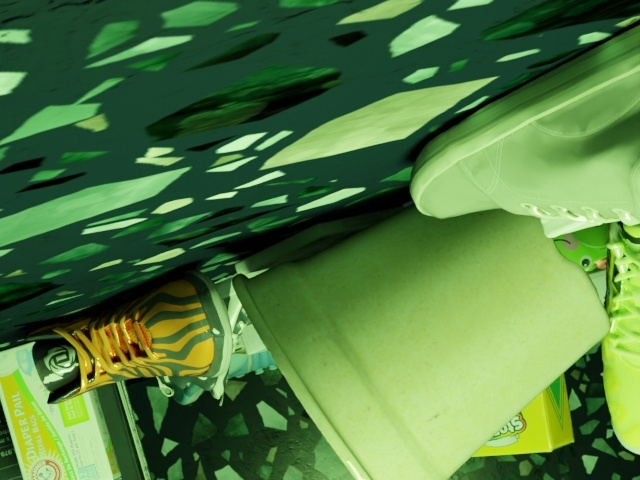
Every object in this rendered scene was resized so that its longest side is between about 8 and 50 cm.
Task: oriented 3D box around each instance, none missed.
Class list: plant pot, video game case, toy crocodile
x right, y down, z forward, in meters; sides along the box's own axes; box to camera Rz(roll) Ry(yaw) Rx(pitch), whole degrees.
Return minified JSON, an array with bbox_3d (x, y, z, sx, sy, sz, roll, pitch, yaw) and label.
[{"bbox_3d":[0.125,0.092,1.443,0.305,0.334,0.334,-34,174,1],"label":"plant pot"},{"bbox_3d":[0.000,0.000,1.568,0.143,0.019,0.157,-13,171,-44],"label":"video game case"},{"bbox_3d":[0.394,-0.032,1.586,0.340,0.105,0.115,-25,172,10],"label":"toy crocodile"}]

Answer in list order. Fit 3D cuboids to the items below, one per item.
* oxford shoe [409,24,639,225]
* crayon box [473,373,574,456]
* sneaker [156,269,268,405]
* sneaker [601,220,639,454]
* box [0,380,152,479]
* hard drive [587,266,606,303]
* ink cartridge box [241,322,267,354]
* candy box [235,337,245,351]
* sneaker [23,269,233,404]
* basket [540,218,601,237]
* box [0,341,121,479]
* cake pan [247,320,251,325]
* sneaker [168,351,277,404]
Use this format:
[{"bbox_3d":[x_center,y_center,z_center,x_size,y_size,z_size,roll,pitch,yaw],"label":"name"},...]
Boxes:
[{"bbox_3d":[0.213,-0.067,1.066,0.169,0.130,0.449,-17,176,-30],"label":"oxford shoe"},{"bbox_3d":[0.194,0.185,2.139,0.363,0.313,0.106,-9,179,31],"label":"crayon box"},{"bbox_3d":[-0.118,0.128,1.738,0.235,0.153,0.094,-18,175,-4],"label":"sneaker"},{"bbox_3d":[0.351,0.038,1.448,0.145,0.385,0.147,6,-179,44],"label":"sneaker"},{"bbox_3d":[-0.398,0.423,2.077,0.297,0.472,0.480,-17,174,-12],"label":"box"},{"bbox_3d":[0.220,0.036,1.774,0.233,0.047,0.353,-15,-163,-25],"label":"hard drive"},{"bbox_3d":[0.033,0.094,1.878,0.224,0.045,0.223,-22,173,25],"label":"ink cartridge box"},{"bbox_3d":[-0.054,0.136,2.399,0.233,0.071,0.159,-18,173,8],"label":"candy box"},{"bbox_3d":[-0.226,0.126,1.533,0.180,0.125,0.321,-16,174,-29],"label":"sneaker"},{"bbox_3d":[0.290,-0.080,1.288,0.167,0.103,0.113,-24,171,41],"label":"basket"},{"bbox_3d":[-0.343,0.231,1.757,0.114,0.203,0.103,-18,174,-5],"label":"box"},{"bbox_3d":[-0.043,0.079,1.994,0.293,0.054,0.293,-18,174,-2],"label":"cake pan"},{"bbox_3d":[-0.181,0.229,2.636,0.208,0.127,0.319,-14,174,-26],"label":"sneaker"}]
